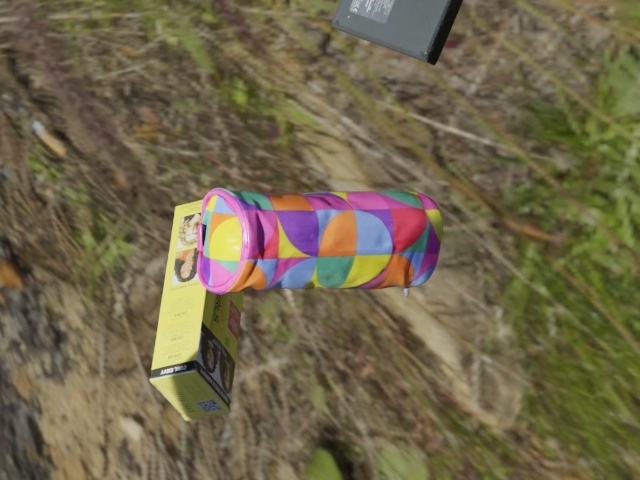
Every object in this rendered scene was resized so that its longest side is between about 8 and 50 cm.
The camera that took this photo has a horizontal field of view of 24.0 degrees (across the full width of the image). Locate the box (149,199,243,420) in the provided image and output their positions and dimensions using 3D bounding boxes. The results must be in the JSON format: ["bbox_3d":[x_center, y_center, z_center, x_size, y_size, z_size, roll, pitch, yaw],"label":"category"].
[{"bbox_3d":[-0.125,0.070,1.599,0.058,0.232,0.087,-14,137,20],"label":"box"}]

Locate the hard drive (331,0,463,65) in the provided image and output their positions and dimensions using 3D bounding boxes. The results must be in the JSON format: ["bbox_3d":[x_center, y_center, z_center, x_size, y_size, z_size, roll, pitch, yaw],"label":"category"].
[{"bbox_3d":[0.079,-0.239,1.509,0.022,0.135,0.094,17,98,-49],"label":"hard drive"}]

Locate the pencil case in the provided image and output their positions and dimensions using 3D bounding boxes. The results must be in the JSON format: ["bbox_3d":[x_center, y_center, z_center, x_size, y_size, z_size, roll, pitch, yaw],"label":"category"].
[{"bbox_3d":[0.000,0.000,1.364,0.236,0.104,0.104,1,97,-36],"label":"pencil case"}]
